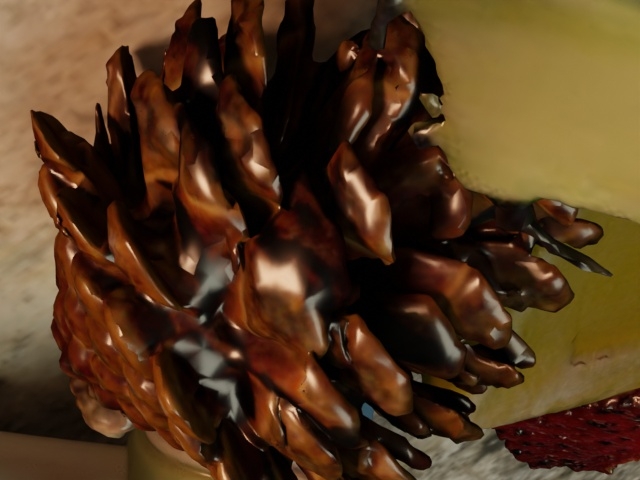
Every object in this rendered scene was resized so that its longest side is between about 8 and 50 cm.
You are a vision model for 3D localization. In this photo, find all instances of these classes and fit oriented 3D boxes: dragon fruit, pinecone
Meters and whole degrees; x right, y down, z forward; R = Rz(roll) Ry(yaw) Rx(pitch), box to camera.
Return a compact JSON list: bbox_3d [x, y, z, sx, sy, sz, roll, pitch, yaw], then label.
[{"bbox_3d":[0.144,0.078,0.800,0.097,0.063,0.131,-4,155,20],"label":"dragon fruit"},{"bbox_3d":[0.000,0.000,0.456,0.173,0.173,0.173,-21,147,-15],"label":"pinecone"}]

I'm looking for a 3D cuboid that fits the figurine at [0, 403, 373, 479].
[{"bbox_3d":[-0.075,0.121,0.601,0.180,0.154,0.262,3,119,-29],"label":"figurine"}]

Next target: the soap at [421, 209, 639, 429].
[{"bbox_3d":[0.142,-0.068,0.545,0.199,0.091,0.315,-11,144,-30],"label":"soap"}]

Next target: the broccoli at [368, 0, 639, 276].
[{"bbox_3d":[0.168,-0.068,0.385,0.273,0.180,0.242,12,138,15],"label":"broccoli"}]
